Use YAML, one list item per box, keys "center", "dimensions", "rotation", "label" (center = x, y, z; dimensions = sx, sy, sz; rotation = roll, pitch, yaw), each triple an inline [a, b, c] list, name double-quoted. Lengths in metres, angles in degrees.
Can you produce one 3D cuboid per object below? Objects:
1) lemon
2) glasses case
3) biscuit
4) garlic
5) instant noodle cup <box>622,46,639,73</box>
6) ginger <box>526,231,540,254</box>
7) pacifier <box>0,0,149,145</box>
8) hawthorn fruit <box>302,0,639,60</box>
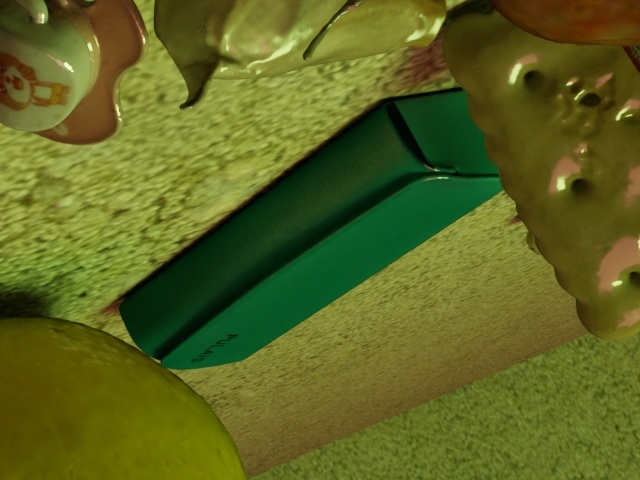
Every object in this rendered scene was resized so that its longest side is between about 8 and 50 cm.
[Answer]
- center: [-0.186, 0.184, 1.044]
  dimensions: [0.297, 0.297, 0.297]
  rotation: [-23, 169, -5]
  label: "lemon"
- center: [-0.001, 0.001, 1.123]
  dimensions: [0.117, 0.070, 0.301]
  rotation: [-12, 165, -43]
  label: "glasses case"
- center: [0.244, -0.089, 0.894]
  dimensions: [0.325, 0.217, 0.044]
  rotation: [-25, -154, 11]
  label: "biscuit"
- center: [-0.013, -0.098, 0.603]
  dimensions: [0.152, 0.084, 0.066]
  rotation: [-16, 143, -50]
  label: "garlic"
- center: [0.172, -0.114, 0.759]
  dimensions: [0.127, 0.135, 0.127]
  rotation: [-23, 168, -5]
  label: "instant noodle cup"
- center: [0.270, -0.050, 1.458]
  dimensions: [0.149, 0.065, 0.258]
  rotation: [-20, 166, -30]
  label: "ginger"
- center: [-0.091, -0.081, 0.600]
  dimensions: [0.078, 0.081, 0.099]
  rotation: [-56, 178, -35]
  label: "pacifier"
- center: [0.092, -0.133, 0.558]
  dimensions: [0.189, 0.149, 0.149]
  rotation: [3, 173, 11]
  label: "hawthorn fruit"
